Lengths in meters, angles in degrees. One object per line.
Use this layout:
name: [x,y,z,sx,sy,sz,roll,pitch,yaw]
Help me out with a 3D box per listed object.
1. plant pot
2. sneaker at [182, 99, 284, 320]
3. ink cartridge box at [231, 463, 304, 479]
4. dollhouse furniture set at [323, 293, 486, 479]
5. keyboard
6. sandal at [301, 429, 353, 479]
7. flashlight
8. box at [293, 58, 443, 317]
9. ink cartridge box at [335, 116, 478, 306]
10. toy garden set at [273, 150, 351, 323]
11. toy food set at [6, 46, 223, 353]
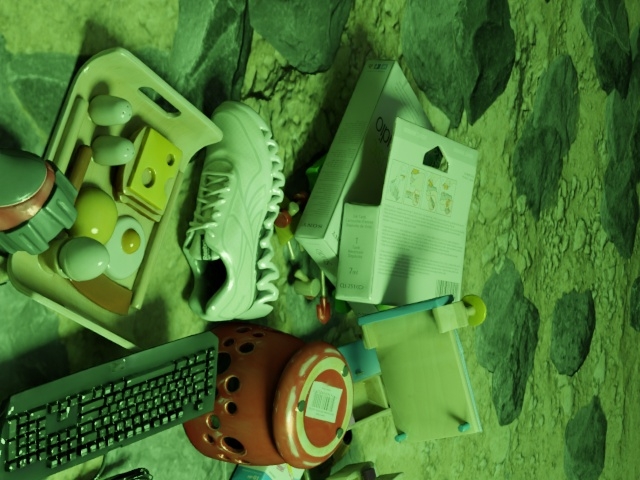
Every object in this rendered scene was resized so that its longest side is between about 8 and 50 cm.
plant pot: [-0.064,0.213,1.596,0.191,0.174,0.191,-16,110,-53]
sneaker: [-0.119,-0.034,1.546,0.118,0.110,0.292,-10,103,-46]
ink cartridge box: [-0.067,0.318,1.712,0.088,0.052,0.122,57,48,-44]
dollhouse furniture set: [0.154,0.231,1.730,0.198,0.303,0.286,-12,84,-53]
keyboard: [-0.243,0.229,1.393,0.317,0.033,0.202,-15,124,-46]
sandal: [0.023,0.291,1.836,0.090,0.060,0.219,47,56,-49]
flashlight: [-0.357,-0.107,1.167,0.103,0.103,0.304,-64,142,-27]
box: [0.083,-0.075,1.797,0.232,0.058,0.322,52,53,-48]
ink cartridge box: [0.134,-0.030,1.771,0.296,0.066,0.261,12,85,-59]
toy garden set: [0.000,0.000,1.776,0.204,0.049,0.244,-43,130,-47]
toy food set: [-0.221,-0.038,1.391,0.220,0.092,0.306,38,64,-52]
